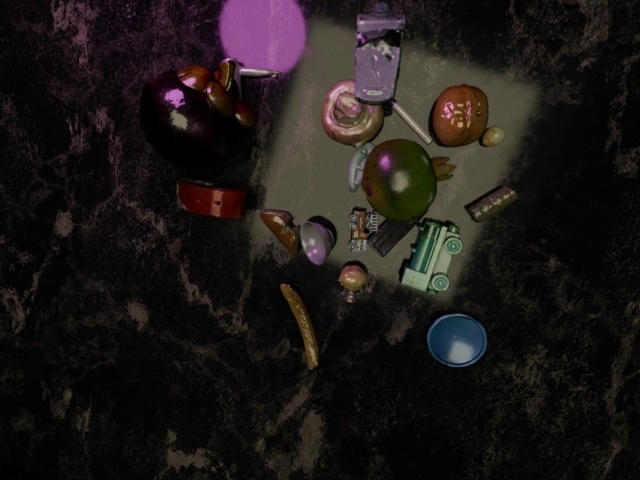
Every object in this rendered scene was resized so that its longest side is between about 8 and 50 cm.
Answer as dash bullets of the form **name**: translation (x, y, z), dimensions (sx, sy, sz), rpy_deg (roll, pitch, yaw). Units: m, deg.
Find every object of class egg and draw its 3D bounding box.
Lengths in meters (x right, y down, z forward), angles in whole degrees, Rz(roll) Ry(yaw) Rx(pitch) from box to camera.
- **egg**: translation (0.648, -0.389, 1.568), dimensions (0.071, 0.071, 0.083), rpy_deg (44, 107, -1)

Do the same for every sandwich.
- **sandwich**: translation (-0.152, -0.049, 1.752), dimensions (0.088, 0.090, 0.244), rpy_deg (-37, 93, 16)

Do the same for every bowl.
- **bowl**: translation (0.000, 0.000, 1.723), dimensions (0.086, 0.189, 0.188), rpy_deg (-20, 99, -29)

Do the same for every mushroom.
- **mushroom**: translation (0.122, -0.478, 1.583), dimensions (0.255, 0.184, 0.254), rpy_deg (0, 89, 1)

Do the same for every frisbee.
- **frisbee**: translation (0.568, 0.413, 1.747), dimensions (0.242, 0.045, 0.241), rpy_deg (2, 101, 8)

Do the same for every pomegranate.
- **pomegranate**: translation (0.338, -0.230, 1.530), dimensions (0.359, 0.216, 0.309), rpy_deg (-17, 99, -10)

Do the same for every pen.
- **pen**: translation (0.338, -0.476, 1.621), dimensions (0.269, 0.033, 0.033), rpy_deg (46, 104, -1)

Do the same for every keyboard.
- **keyboard**: translation (0.347, -0.099, 1.674), dimensions (0.103, 0.041, 0.381), rpy_deg (44, 95, -2)

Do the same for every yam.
- **yam**: translation (0.662, -0.140, 1.611), dimensions (0.179, 0.078, 0.078), rpy_deg (-35, 94, 14)

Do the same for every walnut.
- **walnut**: translation (0.509, -0.456, 1.520), dimensions (0.196, 0.195, 0.221), rpy_deg (7, 100, 8)

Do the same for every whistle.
- **whistle**: translation (0.205, -0.663, 1.470), dimensions (0.168, 0.404, 0.188), rpy_deg (4, 143, 8)

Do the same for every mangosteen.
- **mangosteen**: translation (-0.459, -0.480, 1.591), dimensions (0.435, 0.382, 0.382), rpy_deg (-38, 93, -1)

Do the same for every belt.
- **belt**: translation (-0.447, -0.175, 1.710), dimensions (0.324, 0.227, 0.115), rpy_deg (16, 103, 26)

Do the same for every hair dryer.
- **hair dryer**: translation (-0.270, -0.636, 1.684), dimensions (0.238, 0.075, 0.206), rpy_deg (-9, 106, 3)

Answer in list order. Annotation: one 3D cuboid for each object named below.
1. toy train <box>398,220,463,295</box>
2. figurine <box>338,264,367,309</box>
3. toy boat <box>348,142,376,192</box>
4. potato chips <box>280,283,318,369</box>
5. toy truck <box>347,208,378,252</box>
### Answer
- **toy train**: translation (0.444, 0.067, 1.667), dimensions (0.194, 0.120, 0.297), rpy_deg (18, 103, 10)
- **figurine**: translation (0.134, 0.198, 1.760), dimensions (0.114, 0.108, 0.195), rpy_deg (12, 120, 17)
- **toy boat**: translation (0.172, -0.281, 1.644), dimensions (0.134, 0.079, 0.207), rpy_deg (20, 106, 30)
- **potato chips**: translation (-0.077, 0.363, 1.828), dimensions (0.057, 0.080, 0.406), rpy_deg (-14, 100, 28)
- **toy truck**: translation (0.172, -0.037, 1.711), dimensions (0.115, 0.080, 0.177), rpy_deg (3, 100, -1)
